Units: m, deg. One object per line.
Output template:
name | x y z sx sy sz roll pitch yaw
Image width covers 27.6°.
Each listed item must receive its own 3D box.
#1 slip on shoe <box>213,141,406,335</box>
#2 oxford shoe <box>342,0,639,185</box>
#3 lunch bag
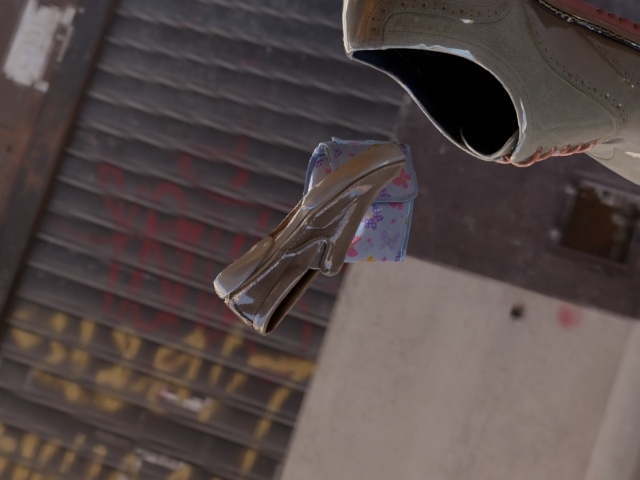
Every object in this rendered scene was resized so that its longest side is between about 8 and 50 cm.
slip on shoe | 0.000 0.000 0.710 0.041 0.135 0.051 54 -161 11
oxford shoe | 0.159 -0.108 0.985 0.397 0.147 0.140 27 158 -31
lunch bag | 0.027 -0.028 0.906 0.071 0.083 0.053 1 -165 -32
